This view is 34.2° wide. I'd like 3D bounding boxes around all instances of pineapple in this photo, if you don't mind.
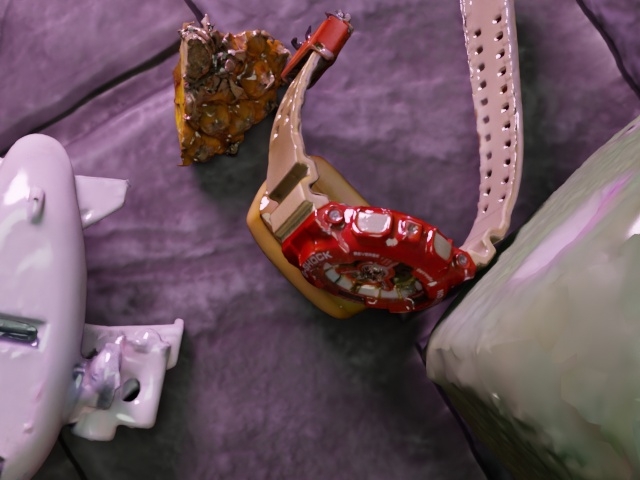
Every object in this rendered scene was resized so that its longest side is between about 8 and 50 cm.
[{"bbox_3d":[-0.077,-0.119,0.718,0.114,0.114,0.077,-43,69,-11],"label":"pineapple"}]

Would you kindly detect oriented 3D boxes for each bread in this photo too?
[{"bbox_3d":[0.000,0.000,0.725,0.115,0.056,0.082,44,65,-9],"label":"bread"}]

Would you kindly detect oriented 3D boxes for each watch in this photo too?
[{"bbox_3d":[0.052,-0.086,0.692,0.165,0.102,0.268,11,67,-20],"label":"watch"}]

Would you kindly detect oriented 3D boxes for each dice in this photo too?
[{"bbox_3d":[0.278,0.068,0.602,0.322,0.318,0.330,45,84,1],"label":"dice"}]

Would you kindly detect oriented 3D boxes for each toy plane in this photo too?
[{"bbox_3d":[-0.207,0.049,0.683,0.245,0.117,0.244,0,90,-21],"label":"toy plane"}]
